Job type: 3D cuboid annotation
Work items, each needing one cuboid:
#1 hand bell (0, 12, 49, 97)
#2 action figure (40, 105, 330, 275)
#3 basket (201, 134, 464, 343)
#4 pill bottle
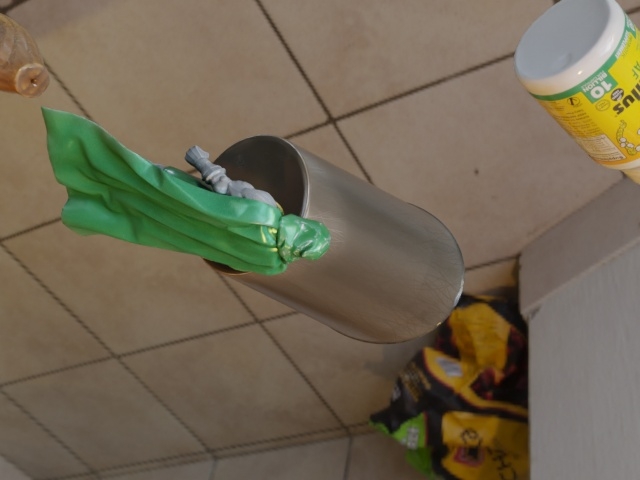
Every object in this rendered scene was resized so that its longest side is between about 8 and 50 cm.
[{"bbox_3d":[-0.226,-0.142,0.540,0.242,0.126,0.126,37,150,38],"label":"hand bell"},{"bbox_3d":[-0.099,-0.026,0.668,0.232,0.063,0.137,19,143,20],"label":"action figure"},{"bbox_3d":[0.000,0.000,0.821,0.204,0.154,0.227,15,173,36],"label":"basket"},{"bbox_3d":[0.304,-0.147,0.895,0.118,0.117,0.208,-28,130,34],"label":"pill bottle"}]
